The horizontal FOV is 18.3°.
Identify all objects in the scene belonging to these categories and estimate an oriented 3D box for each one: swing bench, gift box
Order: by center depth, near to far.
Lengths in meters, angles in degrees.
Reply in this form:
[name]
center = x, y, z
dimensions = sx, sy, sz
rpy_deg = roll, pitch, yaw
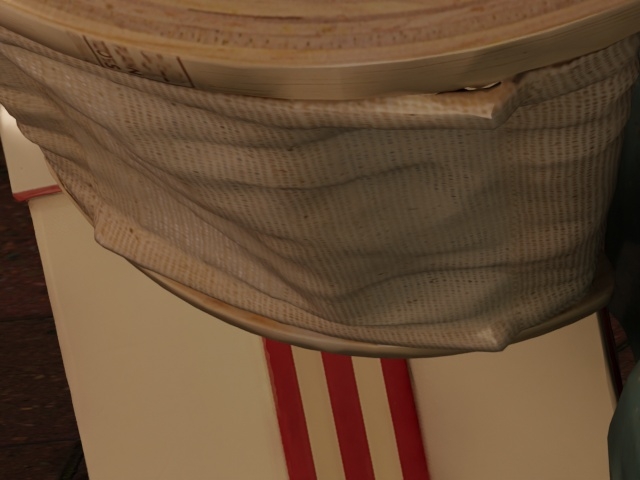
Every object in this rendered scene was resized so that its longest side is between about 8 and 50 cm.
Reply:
[swing bench]
center = -0.025, -0.108, 0.466
dimensions = 0.165, 0.255, 0.253
rpy_deg = -9, 165, 3
[gift box]
center = 0.000, 0.000, 0.903
dimensions = 0.255, 0.258, 0.276
rpy_deg = -12, -176, 2

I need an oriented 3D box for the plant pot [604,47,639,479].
[plant pot]
center = 0.248, -0.004, 0.489
dimensions = 0.334, 0.341, 0.341
rpy_deg = 1, 165, 2
